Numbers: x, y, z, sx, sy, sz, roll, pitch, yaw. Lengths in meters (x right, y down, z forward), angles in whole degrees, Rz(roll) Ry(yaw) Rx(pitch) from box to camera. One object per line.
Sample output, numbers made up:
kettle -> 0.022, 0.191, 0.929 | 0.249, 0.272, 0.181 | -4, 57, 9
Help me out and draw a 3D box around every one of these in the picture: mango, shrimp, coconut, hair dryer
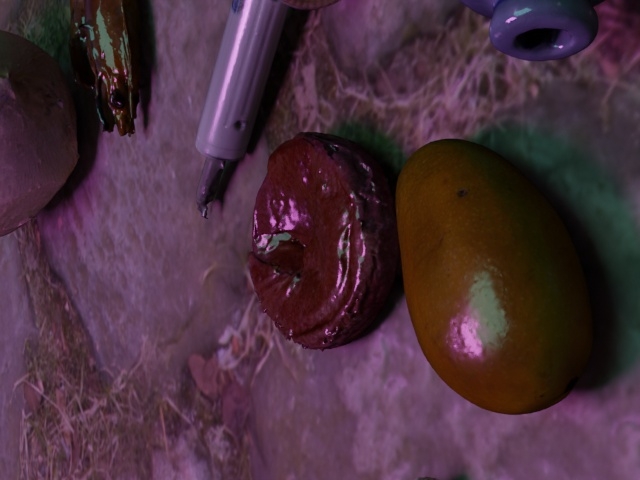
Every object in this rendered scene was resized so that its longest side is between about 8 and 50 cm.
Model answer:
mango -> 0.108, 0.015, 0.873 | 0.136, 0.099, 0.227 | -62, 35, 38
shrimp -> -0.232, -0.217, 1.364 | 0.150, 0.068, 0.248 | 125, 140, -51
coconut -> -0.373, -0.115, 1.408 | 0.230, 0.227, 0.227 | -24, 68, 60
hair dryer -> -0.072, -0.173, 1.131 | 0.173, 0.107, 0.357 | 53, 133, 44

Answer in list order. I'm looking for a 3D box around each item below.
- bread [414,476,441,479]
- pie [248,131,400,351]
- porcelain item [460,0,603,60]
bread -> 0.048, 0.240, 0.935 | 0.125, 0.082, 0.106 | -43, 61, 45
pie -> 0.000, 0.000, 1.047 | 0.182, 0.049, 0.182 | 3, 93, 55
porcelain item -> 0.138, -0.244, 0.828 | 0.141, 0.141, 0.259 | -22, 62, 49
